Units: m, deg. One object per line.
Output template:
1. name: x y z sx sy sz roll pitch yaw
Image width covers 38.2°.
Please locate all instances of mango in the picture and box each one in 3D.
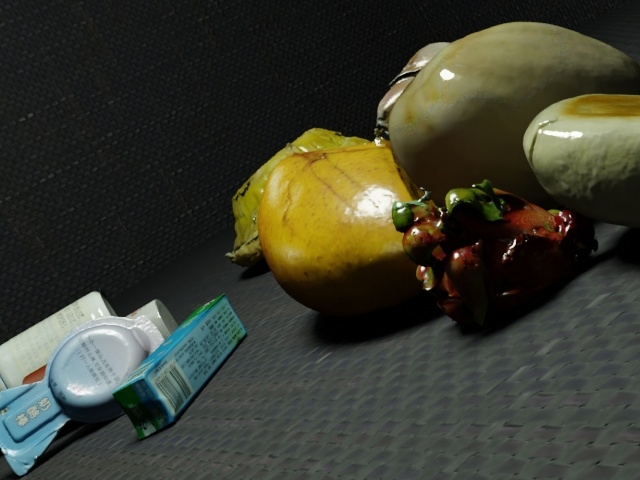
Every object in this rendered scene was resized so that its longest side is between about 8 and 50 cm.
1. mango: 0.044 -0.011 0.985 0.350 0.201 0.199 -134 65 -72

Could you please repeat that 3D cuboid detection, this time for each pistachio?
1. pistachio: 0.204 -0.112 0.914 0.288 0.197 0.166 2 5 -21

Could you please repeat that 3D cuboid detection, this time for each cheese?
1. cheese: -0.312 0.185 1.189 0.245 0.135 0.052 -35 -20 -12

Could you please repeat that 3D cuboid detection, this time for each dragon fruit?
1. dragon fruit: 0.142 0.006 0.752 0.138 0.175 0.142 -37 33 31

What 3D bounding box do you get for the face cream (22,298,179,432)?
1. face cream: -0.295 0.175 1.280 0.214 0.096 0.096 -30 7 -1

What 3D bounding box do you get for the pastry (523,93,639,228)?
1. pastry: 0.235 -0.063 0.713 0.156 0.092 0.156 2 13 0

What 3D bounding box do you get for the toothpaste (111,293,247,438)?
1. toothpaste: -0.159 0.143 1.104 0.050 0.065 0.266 -31 7 20

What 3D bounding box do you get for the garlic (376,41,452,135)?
1. garlic: 0.181 -0.164 1.279 0.160 0.214 0.191 27 8 42

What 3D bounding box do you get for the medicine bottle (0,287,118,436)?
1. medicine bottle: -0.415 0.198 1.408 0.258 0.143 0.143 -30 7 -9

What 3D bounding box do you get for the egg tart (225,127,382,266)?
1. egg tart: -0.038 -0.092 1.776 0.388 0.169 0.388 -37 0 0

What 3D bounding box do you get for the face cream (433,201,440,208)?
1. face cream: 0.094 -0.045 1.192 0.104 0.117 0.117 -18 10 15
